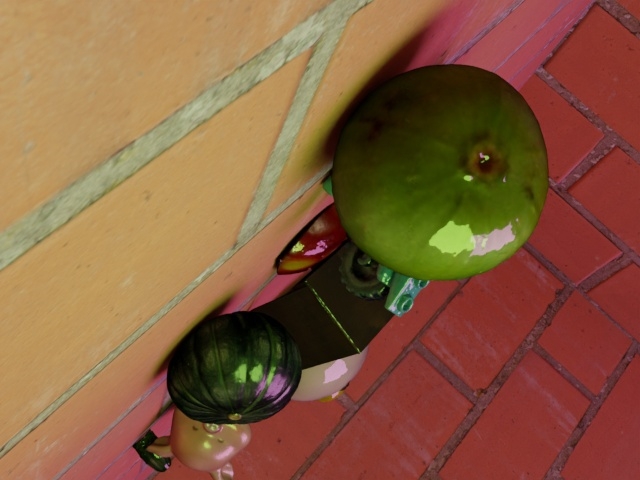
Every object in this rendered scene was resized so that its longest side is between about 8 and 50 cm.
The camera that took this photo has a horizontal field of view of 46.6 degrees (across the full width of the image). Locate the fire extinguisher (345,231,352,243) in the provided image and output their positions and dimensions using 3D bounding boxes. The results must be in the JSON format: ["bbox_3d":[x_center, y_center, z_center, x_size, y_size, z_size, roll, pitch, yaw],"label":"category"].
[{"bbox_3d":[0.152,-0.137,1.385,0.337,0.135,0.114,-45,-143,-7],"label":"fire extinguisher"}]

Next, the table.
[{"bbox_3d":[0.021,0.134,1.689,0.250,0.196,0.282,-42,-171,-37],"label":"table"}]

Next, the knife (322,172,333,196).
[{"bbox_3d":[0.090,-0.164,1.276,0.260,0.034,0.063,-47,179,-28],"label":"knife"}]

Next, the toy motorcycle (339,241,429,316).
[{"bbox_3d":[0.207,-0.055,1.237,0.416,0.232,0.172,-53,141,-1],"label":"toy motorcycle"}]

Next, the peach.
[{"bbox_3d":[0.002,0.003,1.557,0.189,0.068,0.279,-49,174,36],"label":"peach"}]

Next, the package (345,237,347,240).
[{"bbox_3d":[0.072,0.037,2.110,0.168,0.090,0.226,-44,176,-9],"label":"package"}]

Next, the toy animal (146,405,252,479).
[{"bbox_3d":[-0.287,0.470,1.937,0.326,0.237,0.269,130,-15,-71],"label":"toy animal"}]

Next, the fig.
[{"bbox_3d":[0.147,-0.087,1.044,0.316,0.316,0.316,-46,174,-7],"label":"fig"}]

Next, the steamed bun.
[{"bbox_3d":[-0.019,0.292,2.132,0.334,0.334,0.374,-50,178,25],"label":"steamed bun"}]

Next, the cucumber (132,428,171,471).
[{"bbox_3d":[-0.427,0.547,1.917,0.067,0.107,0.035,-42,178,-25],"label":"cucumber"}]

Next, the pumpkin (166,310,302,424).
[{"bbox_3d":[-0.160,0.228,1.355,0.250,0.216,0.250,-19,145,-13],"label":"pumpkin"}]
